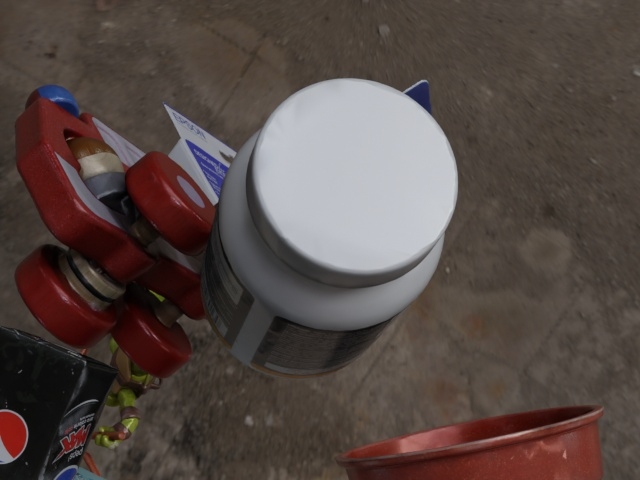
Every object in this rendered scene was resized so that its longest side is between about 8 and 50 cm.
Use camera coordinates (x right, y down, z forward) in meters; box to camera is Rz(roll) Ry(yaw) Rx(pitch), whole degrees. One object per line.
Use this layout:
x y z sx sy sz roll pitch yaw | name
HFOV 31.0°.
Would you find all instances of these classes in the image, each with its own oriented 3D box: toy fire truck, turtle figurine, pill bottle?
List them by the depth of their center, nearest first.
0.000 0.000 0.841 0.162 0.278 0.162 3 72 -10 | pill bottle
-0.188 -0.028 1.105 0.169 0.302 0.254 -41 58 9 | toy fire truck
-0.237 0.166 1.464 0.087 0.269 0.217 14 138 -24 | turtle figurine

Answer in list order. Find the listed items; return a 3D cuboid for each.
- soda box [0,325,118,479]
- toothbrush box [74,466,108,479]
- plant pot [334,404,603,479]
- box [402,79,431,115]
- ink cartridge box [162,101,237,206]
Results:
-0.173 0.136 0.624 0.060 0.053 0.169 20 83 13 | soda box
-0.193 0.312 0.976 0.126 0.216 0.295 -42 143 3 | toothbrush box
0.171 0.319 1.141 0.272 0.272 0.265 -11 83 5 | plant pot
0.053 -0.065 1.164 0.136 0.225 0.036 -32 58 -15 | box
-0.089 -0.006 1.547 0.072 0.303 0.307 -41 56 11 | ink cartridge box
